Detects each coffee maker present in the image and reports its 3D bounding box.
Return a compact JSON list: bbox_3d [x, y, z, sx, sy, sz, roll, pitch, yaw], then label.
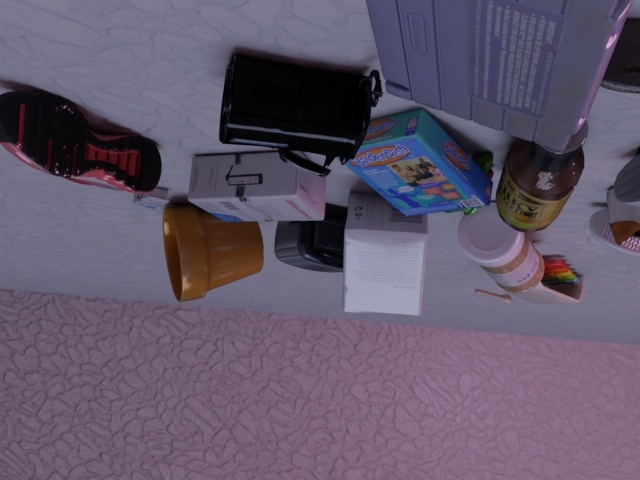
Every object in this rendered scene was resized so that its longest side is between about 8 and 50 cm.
[{"bbox_3d":[-0.033,-0.175,0.982,0.178,0.120,0.171,6,144,-13],"label":"coffee maker"}]

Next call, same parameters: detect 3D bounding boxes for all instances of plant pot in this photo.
[{"bbox_3d":[-0.229,0.018,1.695,0.188,0.205,0.205,-8,171,-19],"label":"plant pot"}]

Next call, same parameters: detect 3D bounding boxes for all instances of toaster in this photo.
[{"bbox_3d":[0.000,0.000,1.641,0.227,0.129,0.146,10,168,-28],"label":"toaster"}]

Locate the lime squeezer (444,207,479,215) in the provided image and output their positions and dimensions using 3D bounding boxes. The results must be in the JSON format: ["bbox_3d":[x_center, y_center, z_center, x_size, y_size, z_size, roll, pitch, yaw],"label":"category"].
[{"bbox_3d":[0.240,-0.078,1.384,0.110,0.058,0.310,-1,167,21],"label":"lime squeezer"}]

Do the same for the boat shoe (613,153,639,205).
[{"bbox_3d":[0.523,-0.099,1.115,0.076,0.083,0.226,12,162,-19],"label":"boat shoe"}]

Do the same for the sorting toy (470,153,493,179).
[{"bbox_3d":[0.248,-0.112,1.269,0.042,0.061,0.102,37,173,25],"label":"sorting toy"}]

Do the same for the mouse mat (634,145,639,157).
[{"bbox_3d":[0.560,-0.123,1.198,0.153,0.007,0.190,1,167,14],"label":"mouse mat"}]

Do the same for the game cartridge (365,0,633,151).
[{"bbox_3d":[0.158,-0.200,0.738,0.230,0.068,0.355,18,170,14],"label":"game cartridge"}]

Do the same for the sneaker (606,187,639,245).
[{"bbox_3d":[0.641,-0.021,1.353,0.290,0.123,0.106,3,165,1],"label":"sneaker"}]

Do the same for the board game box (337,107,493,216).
[{"bbox_3d":[0.141,-0.112,1.192,0.160,0.047,0.210,-6,150,40],"label":"board game box"}]

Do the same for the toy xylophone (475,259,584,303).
[{"bbox_3d":[0.540,0.108,2.022,0.236,0.081,0.323,-4,164,32],"label":"toy xylophone"}]

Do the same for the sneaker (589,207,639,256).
[{"bbox_3d":[0.613,-0.001,1.510,0.256,0.094,0.151,8,170,-9],"label":"sneaker"}]

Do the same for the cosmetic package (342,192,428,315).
[{"bbox_3d":[0.121,0.025,1.478,0.152,0.183,0.151,4,-151,4],"label":"cosmetic package"}]

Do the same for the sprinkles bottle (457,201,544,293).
[{"bbox_3d":[0.383,0.024,1.628,0.121,0.121,0.355,-1,166,23],"label":"sprinkles bottle"}]

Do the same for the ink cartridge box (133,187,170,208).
[{"bbox_3d":[-0.341,-0.089,1.586,0.048,0.028,0.083,13,165,-34],"label":"ink cartridge box"}]

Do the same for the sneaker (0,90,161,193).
[{"bbox_3d":[-0.400,-0.135,1.225,0.136,0.115,0.314,-2,165,33],"label":"sneaker"}]

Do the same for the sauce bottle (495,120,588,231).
[{"bbox_3d":[0.321,-0.103,1.142,0.112,0.111,0.344,2,165,9],"label":"sauce bottle"}]

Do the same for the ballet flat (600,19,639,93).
[{"bbox_3d":[0.383,-0.188,0.828,0.250,0.084,0.058,-2,166,1],"label":"ballet flat"}]

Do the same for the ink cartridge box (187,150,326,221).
[{"bbox_3d":[-0.106,-0.091,1.373,0.203,0.085,0.148,-1,165,19],"label":"ink cartridge box"}]
